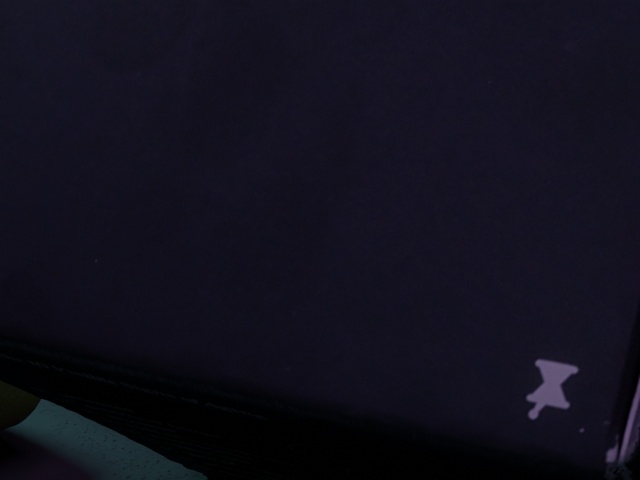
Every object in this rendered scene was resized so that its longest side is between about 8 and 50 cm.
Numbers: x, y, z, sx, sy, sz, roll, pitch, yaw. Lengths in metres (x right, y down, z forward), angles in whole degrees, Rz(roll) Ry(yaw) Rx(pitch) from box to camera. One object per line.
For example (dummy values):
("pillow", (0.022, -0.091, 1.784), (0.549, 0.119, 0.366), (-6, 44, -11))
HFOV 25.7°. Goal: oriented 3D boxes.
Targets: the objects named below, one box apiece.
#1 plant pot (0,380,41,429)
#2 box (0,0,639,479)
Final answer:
("plant pot", (-0.356, 0.079, 1.148), (0.254, 0.237, 0.237), (14, 4, -44))
("box", (0.050, 0.022, 0.930), (0.480, 0.297, 0.472), (9, -15, 27))
